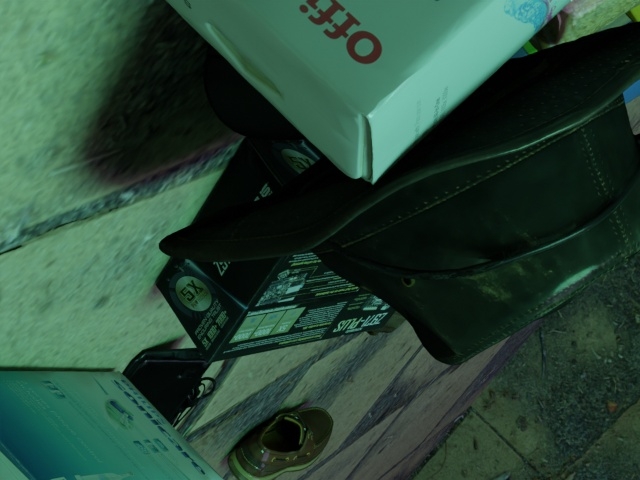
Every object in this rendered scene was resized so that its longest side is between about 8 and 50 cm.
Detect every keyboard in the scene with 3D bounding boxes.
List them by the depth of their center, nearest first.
[{"bbox_3d":[-0.158,0.147,1.211,0.100,0.038,0.192,6,132,-43],"label":"keyboard"}]

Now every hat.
[{"bbox_3d":[0.085,-0.013,0.797,0.331,0.134,0.331,-27,-171,5],"label":"hat"}]

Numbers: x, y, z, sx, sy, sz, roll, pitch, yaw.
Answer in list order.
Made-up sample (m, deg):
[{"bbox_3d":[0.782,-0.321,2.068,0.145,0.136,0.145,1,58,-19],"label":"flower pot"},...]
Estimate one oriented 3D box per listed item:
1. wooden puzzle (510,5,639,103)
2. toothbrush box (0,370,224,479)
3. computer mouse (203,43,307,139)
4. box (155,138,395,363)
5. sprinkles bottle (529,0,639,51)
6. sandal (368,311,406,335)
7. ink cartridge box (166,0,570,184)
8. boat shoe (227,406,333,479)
[{"bbox_3d":[0.183,-0.139,1.175,0.322,0.080,0.348,-33,164,-17],"label":"wooden puzzle"},{"bbox_3d":[-0.213,0.200,0.970,0.216,0.126,0.295,-47,166,7],"label":"toothbrush box"},{"bbox_3d":[0.053,-0.152,0.784,0.262,0.060,0.184,-25,132,-7],"label":"computer mouse"},{"bbox_3d":[0.000,0.000,1.042,0.180,0.077,0.147,-8,143,-45],"label":"box"},{"bbox_3d":[0.262,-0.252,0.918,0.355,0.121,0.121,-33,167,4],"label":"sprinkles bottle"},{"bbox_3d":[0.065,0.035,1.401,0.120,0.086,0.303,-51,165,22],"label":"sandal"},{"bbox_3d":[0.041,-0.154,0.639,0.212,0.154,0.093,-43,166,-8],"label":"ink cartridge box"},{"bbox_3d":[-0.034,0.230,1.720,0.178,0.064,0.060,-20,154,-55],"label":"boat shoe"}]
